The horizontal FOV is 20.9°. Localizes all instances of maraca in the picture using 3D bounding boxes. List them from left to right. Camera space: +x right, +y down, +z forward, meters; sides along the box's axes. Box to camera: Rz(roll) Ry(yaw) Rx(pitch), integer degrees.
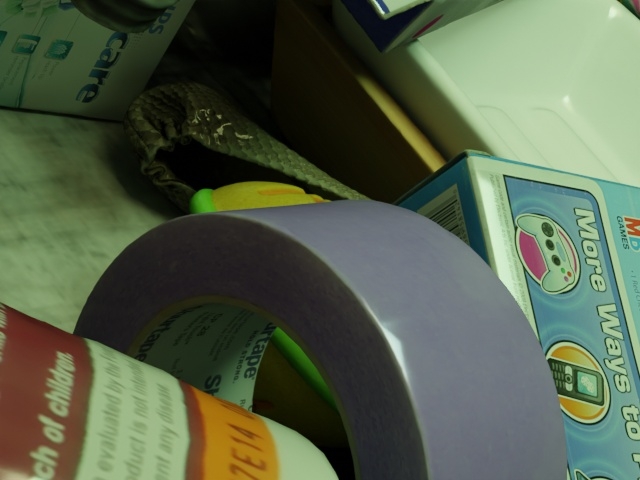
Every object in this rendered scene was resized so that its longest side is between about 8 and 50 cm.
[{"bbox_3d":[0.003,0.049,0.788,0.186,0.099,0.127,51,11,6],"label":"maraca"}]

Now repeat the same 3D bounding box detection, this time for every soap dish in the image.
[{"bbox_3d":[0.125,-0.051,1.023,0.291,0.118,0.229,-3,47,-45],"label":"soap dish"}]

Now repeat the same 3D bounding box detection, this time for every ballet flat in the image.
[{"bbox_3d":[0.000,0.000,0.867,0.250,0.084,0.058,37,21,13],"label":"ballet flat"}]

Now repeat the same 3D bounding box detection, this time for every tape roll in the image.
[{"bbox_3d":[-0.008,0.080,0.645,0.080,0.189,0.189,-7,49,-48],"label":"tape roll"}]

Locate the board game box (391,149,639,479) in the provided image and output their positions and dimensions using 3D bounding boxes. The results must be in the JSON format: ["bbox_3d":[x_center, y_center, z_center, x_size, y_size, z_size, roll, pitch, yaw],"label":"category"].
[{"bbox_3d":[0.178,0.135,0.746,0.302,0.086,0.308,10,59,-36],"label":"board game box"}]

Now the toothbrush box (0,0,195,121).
[{"bbox_3d":[-0.229,-0.188,0.875,0.295,0.126,0.216,6,41,-40],"label":"toothbrush box"}]

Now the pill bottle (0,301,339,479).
[{"bbox_3d":[-0.210,0.077,0.425,0.392,0.224,0.224,26,32,-15],"label":"pill bottle"}]

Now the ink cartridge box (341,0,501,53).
[{"bbox_3d":[0.043,-0.204,0.945,0.176,0.069,0.371,53,29,3],"label":"ink cartridge box"}]

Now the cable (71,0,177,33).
[{"bbox_3d":[-0.109,-0.192,0.850,0.139,0.072,0.287,28,39,-47],"label":"cable"}]

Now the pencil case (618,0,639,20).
[{"bbox_3d":[0.303,-0.096,1.104,0.124,0.124,0.284,-3,45,-45],"label":"pencil case"}]
